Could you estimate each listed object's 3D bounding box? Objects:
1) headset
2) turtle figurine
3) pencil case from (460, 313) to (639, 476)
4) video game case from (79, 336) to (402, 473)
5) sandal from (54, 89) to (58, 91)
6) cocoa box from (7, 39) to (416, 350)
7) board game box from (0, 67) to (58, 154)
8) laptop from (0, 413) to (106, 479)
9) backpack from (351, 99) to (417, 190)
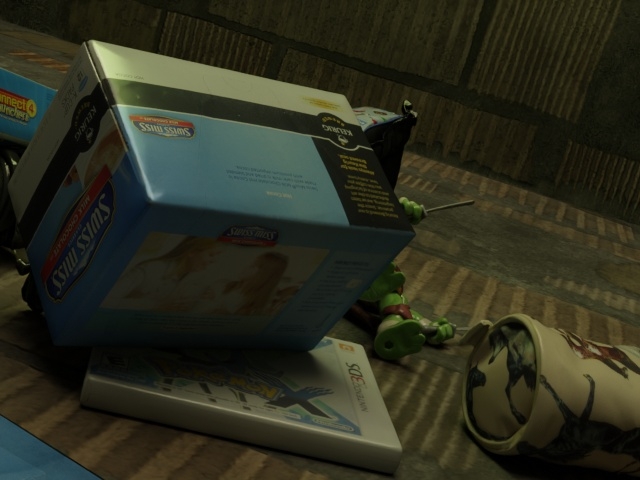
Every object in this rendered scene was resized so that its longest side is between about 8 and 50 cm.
[{"bbox_3d":[-0.360,-0.013,1.423,0.243,0.185,0.394,15,-2,-20],"label":"headset"},{"bbox_3d":[0.140,0.050,1.550,0.274,0.198,0.266,14,17,3],"label":"turtle figurine"},{"bbox_3d":[0.372,0.193,1.309,0.410,0.160,0.183,12,31,-19],"label":"pencil case"},{"bbox_3d":[-0.089,0.146,1.223,0.329,0.036,0.300,14,13,-10],"label":"video game case"},{"bbox_3d":[-0.545,-0.259,2.260,0.265,0.076,0.102,1,-13,36],"label":"sandal"},{"bbox_3d":[-0.119,-0.033,1.190,0.347,0.231,0.228,6,47,-40],"label":"cocoa box"},{"bbox_3d":[-0.507,-0.158,1.478,0.302,0.086,0.308,-2,-7,20],"label":"board game box"},{"bbox_3d":[-0.374,0.066,0.805,0.236,0.408,0.382,-15,-4,29],"label":"laptop"},{"bbox_3d":[0.043,-0.133,2.057,0.213,0.276,0.263,12,14,19],"label":"backpack"}]
